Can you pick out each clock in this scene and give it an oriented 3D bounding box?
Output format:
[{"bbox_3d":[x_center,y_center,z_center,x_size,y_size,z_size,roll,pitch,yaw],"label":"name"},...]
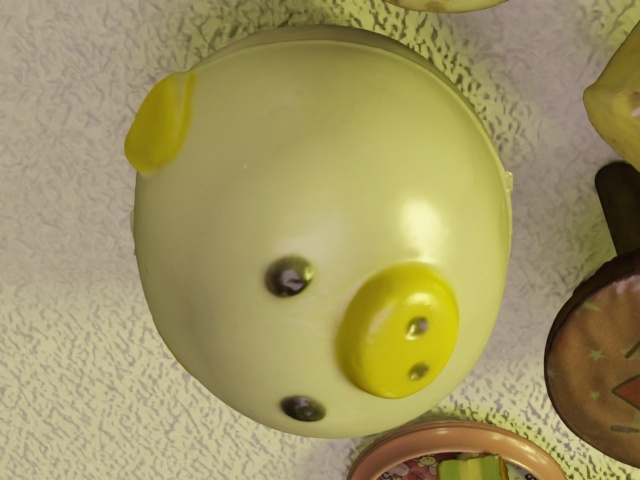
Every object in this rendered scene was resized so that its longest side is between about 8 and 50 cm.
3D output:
[{"bbox_3d":[0.147,0.279,1.966,0.244,0.056,0.244,3,130,3],"label":"clock"}]

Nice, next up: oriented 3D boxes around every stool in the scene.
[{"bbox_3d":[0.338,0.067,1.666,0.272,0.178,0.272,4,132,4],"label":"stool"}]

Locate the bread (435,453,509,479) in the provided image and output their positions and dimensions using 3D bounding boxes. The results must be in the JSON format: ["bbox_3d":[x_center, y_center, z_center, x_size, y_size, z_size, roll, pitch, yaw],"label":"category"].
[{"bbox_3d":[0.170,0.281,1.920,0.074,0.084,0.139,-9,160,13],"label":"bread"}]

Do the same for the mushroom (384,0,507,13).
[{"bbox_3d":[0.103,-0.288,1.380,0.254,0.184,0.255,4,129,5],"label":"mushroom"}]

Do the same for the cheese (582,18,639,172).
[{"bbox_3d":[0.400,-0.068,1.375,0.384,0.104,0.384,35,166,10],"label":"cheese"}]

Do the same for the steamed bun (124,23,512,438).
[{"bbox_3d":[0.000,-0.004,1.566,0.333,0.334,0.374,0,127,8],"label":"steamed bun"}]
